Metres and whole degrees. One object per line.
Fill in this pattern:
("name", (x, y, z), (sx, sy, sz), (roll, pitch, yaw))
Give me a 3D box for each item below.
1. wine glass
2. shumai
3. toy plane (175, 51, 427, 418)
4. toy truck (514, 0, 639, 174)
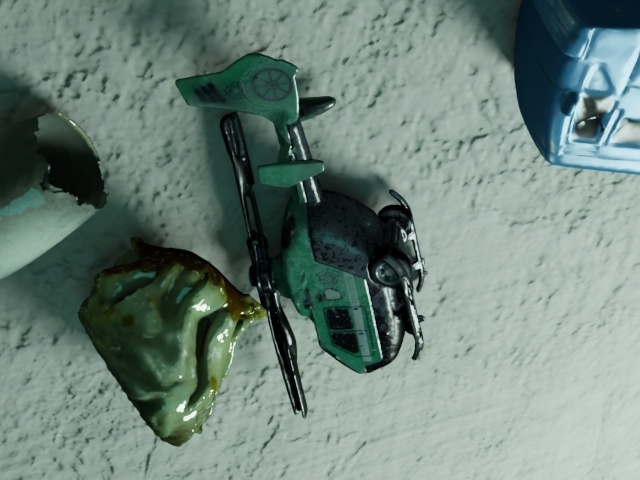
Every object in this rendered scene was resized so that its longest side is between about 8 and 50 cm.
("wine glass", (-0.279, -0.020, 0.919), (0.204, 0.111, 0.111), (-26, 124, 15))
("shumai", (-0.123, 0.080, 1.007), (0.142, 0.184, 0.184), (-36, 123, -5))
("toy plane", (0.000, 0.000, 0.983), (0.155, 0.106, 0.382), (-7, 131, 11))
("toy truck", (0.341, -0.135, 0.899), (0.384, 0.161, 0.162), (5, 132, -12))
